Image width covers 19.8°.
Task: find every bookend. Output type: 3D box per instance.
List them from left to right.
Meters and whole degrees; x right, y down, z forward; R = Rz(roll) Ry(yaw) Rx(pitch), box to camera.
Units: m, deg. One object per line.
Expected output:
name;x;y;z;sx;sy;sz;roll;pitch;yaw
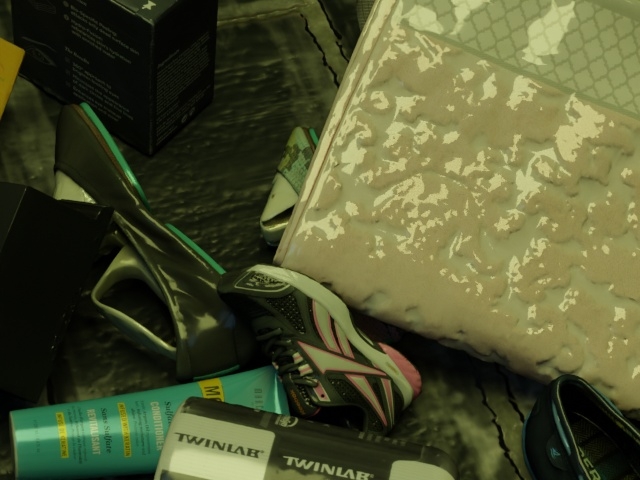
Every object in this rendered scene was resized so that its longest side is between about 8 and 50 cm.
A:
bookend;-0.253;0.016;1.321;0.072;0.157;0.156;9;75;50

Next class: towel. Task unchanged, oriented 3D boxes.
towel;0.169;-0.057;1.396;0.332;0.053;0.317;22;79;-6

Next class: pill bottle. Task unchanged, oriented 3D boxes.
pill bottle;0.012;0.192;1.253;0.246;0.130;0.130;11;50;5

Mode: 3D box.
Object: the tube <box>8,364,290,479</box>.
tube;-0.122;0.140;1.342;0.207;0.052;0.080;-6;76;-14

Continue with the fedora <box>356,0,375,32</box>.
fedora;0.150;-0.150;1.552;0.244;0.124;0.275;-20;60;-19

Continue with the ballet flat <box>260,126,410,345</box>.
ballet flat;0.000;0.000;1.457;0.079;0.077;0.221;-26;56;-4

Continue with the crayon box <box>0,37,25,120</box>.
crayon box;-0.363;-0.101;1.443;0.203;0.083;0.323;27;47;-19

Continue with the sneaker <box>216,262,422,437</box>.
sneaker;-0.005;0.088;1.343;0.178;0.072;0.077;37;61;-15

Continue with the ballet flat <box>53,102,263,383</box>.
ballet flat;-0.152;0.002;1.426;0.096;0.095;0.280;-34;60;-14

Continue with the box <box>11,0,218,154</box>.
box;-0.172;-0.183;1.531;0.156;0.158;0.093;32;55;19

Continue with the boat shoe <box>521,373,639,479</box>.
boat shoe;0.228;0.203;1.290;0.109;0.089;0.258;-32;60;-27
